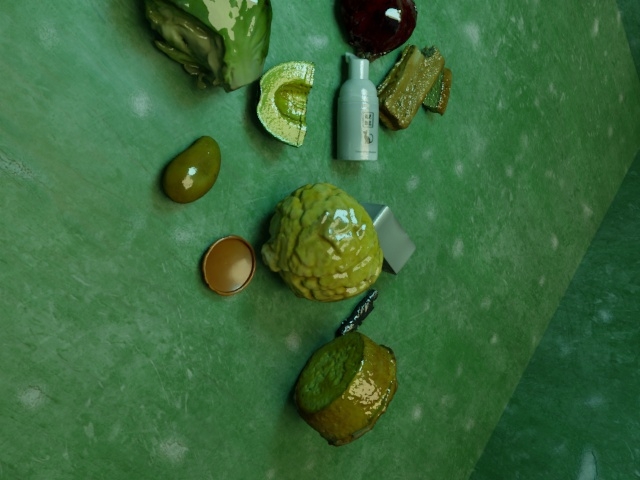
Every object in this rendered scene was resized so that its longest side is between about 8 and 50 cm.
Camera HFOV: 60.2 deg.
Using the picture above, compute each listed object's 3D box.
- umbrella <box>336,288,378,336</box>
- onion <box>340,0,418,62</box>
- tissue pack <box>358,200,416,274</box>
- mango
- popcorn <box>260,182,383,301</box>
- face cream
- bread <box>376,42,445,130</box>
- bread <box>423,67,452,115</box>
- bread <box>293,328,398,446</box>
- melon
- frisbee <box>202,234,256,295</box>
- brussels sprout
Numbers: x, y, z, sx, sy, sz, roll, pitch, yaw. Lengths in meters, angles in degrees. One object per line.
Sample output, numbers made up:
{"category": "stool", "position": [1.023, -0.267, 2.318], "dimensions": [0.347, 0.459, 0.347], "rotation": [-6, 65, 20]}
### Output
{"category": "umbrella", "position": [0.147, 0.278, 2.101], "dimensions": [0.236, 0.059, 0.066], "rotation": [-51, 142, -19]}
{"category": "onion", "position": [0.189, -0.763, 1.867], "dimensions": [0.281, 0.281, 0.221], "rotation": [44, 27, -35]}
{"category": "tissue pack", "position": [0.214, -0.007, 2.044], "dimensions": [0.136, 0.159, 0.246], "rotation": [-52, 126, -18]}
{"category": "mango", "position": [-0.360, -0.202, 1.585], "dimensions": [0.136, 0.099, 0.227], "rotation": [43, 62, -28]}
{"category": "popcorn", "position": [0.013, 0.015, 1.752], "dimensions": [0.390, 0.354, 0.344], "rotation": [40, 65, 10]}
{"category": "face cream", "position": [0.128, -0.462, 1.904], "dimensions": [0.145, 0.145, 0.370], "rotation": [-9, 103, -38]}
{"category": "bread", "position": [0.327, -0.598, 2.071], "dimensions": [0.185, 0.109, 0.380], "rotation": [43, 69, -31]}
{"category": "bread", "position": [0.461, -0.589, 2.183], "dimensions": [0.065, 0.103, 0.187], "rotation": [8, 94, -40]}
{"category": "bread", "position": [0.084, 0.505, 1.887], "dimensions": [0.215, 0.398, 0.398], "rotation": [43, 70, -21]}
{"category": "melon", "position": [-0.125, -0.433, 1.728], "dimensions": [0.169, 0.129, 0.265], "rotation": [8, 96, -18]}
{"category": "frisbee", "position": [-0.288, 0.077, 1.725], "dimensions": [0.192, 0.035, 0.192], "rotation": [-9, 104, -38]}
{"category": "brussels sprout", "position": [-0.271, -0.594, 1.473], "dimensions": [0.315, 0.276, 0.371], "rotation": [-45, 123, -21]}
